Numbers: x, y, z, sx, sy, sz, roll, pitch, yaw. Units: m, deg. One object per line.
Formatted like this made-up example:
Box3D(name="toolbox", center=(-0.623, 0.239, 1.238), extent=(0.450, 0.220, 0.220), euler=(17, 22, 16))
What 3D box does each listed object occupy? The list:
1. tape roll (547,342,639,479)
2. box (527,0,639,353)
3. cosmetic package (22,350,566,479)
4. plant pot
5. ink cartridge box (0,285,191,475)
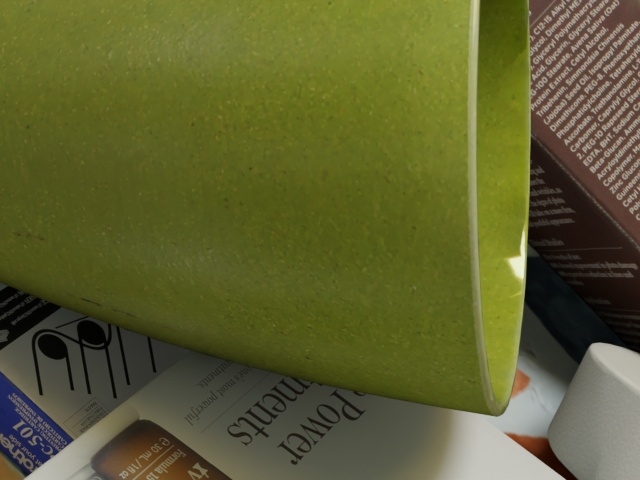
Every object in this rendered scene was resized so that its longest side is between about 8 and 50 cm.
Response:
Box3D(name="tape roll", center=(0.331, 0.182, 0.885), extent=(0.392, 0.072, 0.392), euler=(25, 6, -3))
Box3D(name="box", center=(0.198, -0.077, 1.039), extent=(0.381, 0.143, 0.191), euler=(44, -9, -9))
Box3D(name="cosmetic package", center=(-0.008, 0.194, 0.667), extent=(0.284, 0.097, 0.377), euler=(38, 33, 9))
Box3D(name="plant pot", center=(-0.052, -0.055, 0.705), extent=(0.293, 0.275, 0.275), euler=(1, 32, 13))
Box3D(name="ink cartridge box", center=(-0.122, 0.050, 0.803), extent=(0.097, 0.046, 0.207), euler=(42, 33, 5))
